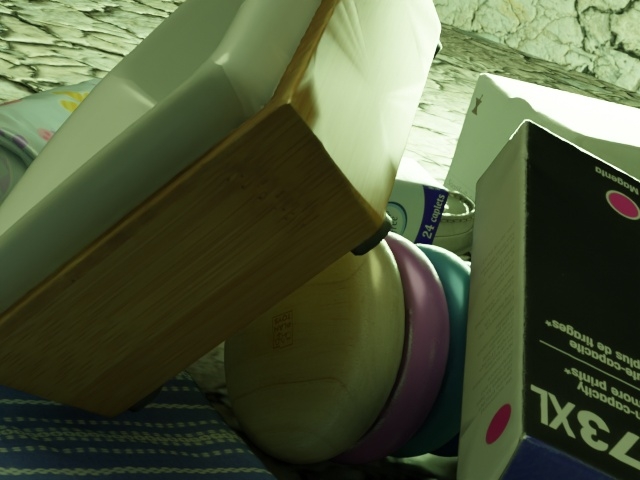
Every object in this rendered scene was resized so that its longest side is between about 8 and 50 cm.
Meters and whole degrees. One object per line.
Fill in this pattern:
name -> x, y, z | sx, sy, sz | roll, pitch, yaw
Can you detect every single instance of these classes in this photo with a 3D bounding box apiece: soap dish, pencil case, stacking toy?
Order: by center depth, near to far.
soap dish -> -0.051, -0.052, 0.768 | 0.118, 0.229, 0.291 | 46, 29, -15
stacking toy -> 0.110, 0.079, 0.879 | 0.330, 0.141, 0.141 | 13, 15, -36
pencil case -> -0.179, -0.037, 0.970 | 0.113, 0.124, 0.273 | 35, 18, 3

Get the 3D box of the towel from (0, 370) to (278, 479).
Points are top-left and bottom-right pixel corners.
towel -> -0.110, 0.116, 0.663 | 0.243, 0.040, 0.336 | 7, 18, -32

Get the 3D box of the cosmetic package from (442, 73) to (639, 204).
cosmetic package -> 0.332, -0.029, 1.387 | 0.385, 0.156, 0.217 | 9, 17, -20

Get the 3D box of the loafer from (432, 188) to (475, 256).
loafer -> -0.003, -0.047, 1.183 | 0.320, 0.111, 0.112 | 7, 19, -30

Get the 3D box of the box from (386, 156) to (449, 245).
box -> 0.000, 0.000, 1.004 | 0.137, 0.126, 0.072 | 9, 19, -23

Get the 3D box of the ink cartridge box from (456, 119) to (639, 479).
ink cartridge box -> 0.158, 0.087, 0.724 | 0.176, 0.069, 0.371 | 28, 35, -10
